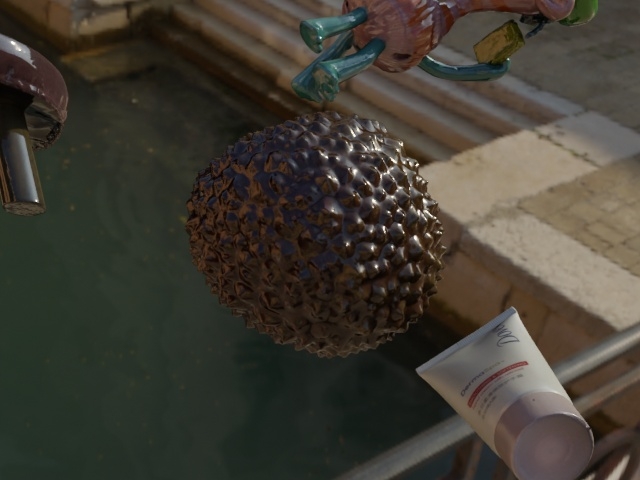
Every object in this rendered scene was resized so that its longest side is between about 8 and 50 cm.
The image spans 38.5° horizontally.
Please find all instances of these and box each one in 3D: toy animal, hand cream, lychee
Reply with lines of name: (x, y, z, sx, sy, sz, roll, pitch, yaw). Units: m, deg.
toy animal: (0.080, -0.139, 0.601, 0.208, 0.103, 0.100, -23, 37, -13)
hand cream: (0.191, 0.150, 0.942, 0.133, 0.083, 0.248, -32, 23, -1)
lychee: (0.000, 0.000, 0.972, 0.267, 0.267, 0.267, 4, 34, -3)

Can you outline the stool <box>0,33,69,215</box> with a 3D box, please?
stool: (-0.432, -0.115, 1.049, 0.272, 0.272, 0.178, 2, 71, -6)
